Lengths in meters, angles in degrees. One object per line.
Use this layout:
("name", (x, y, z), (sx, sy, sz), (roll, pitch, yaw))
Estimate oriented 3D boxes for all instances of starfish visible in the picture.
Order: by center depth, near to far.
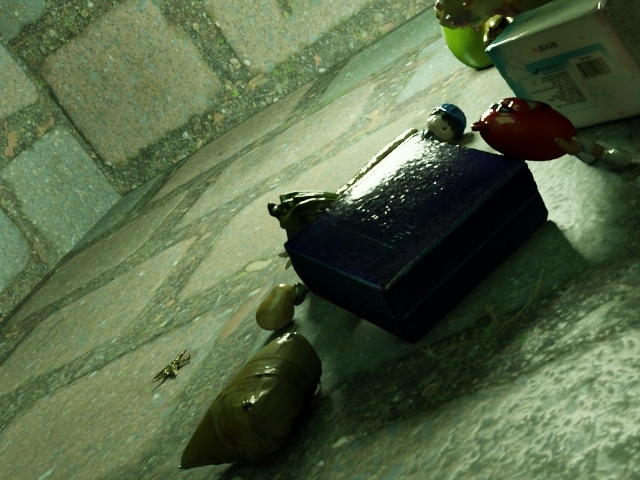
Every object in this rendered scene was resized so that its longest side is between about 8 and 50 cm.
("starfish", (-0.273, 0.231, 1.829), (0.092, 0.016, 0.086), (-31, 14, 26))

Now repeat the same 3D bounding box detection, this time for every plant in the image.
("plant", (0.083, -0.015, 1.688), (0.334, 0.180, 0.251), (-10, 20, -13))

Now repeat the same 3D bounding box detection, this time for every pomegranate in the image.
("pomegranate", (0.409, -0.544, 2.294), (0.310, 0.216, 0.358), (-25, 19, 22))

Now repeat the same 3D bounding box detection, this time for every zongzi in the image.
("zongzi", (-0.098, 0.223, 1.346), (0.197, 0.099, 0.194), (-32, 14, 39))

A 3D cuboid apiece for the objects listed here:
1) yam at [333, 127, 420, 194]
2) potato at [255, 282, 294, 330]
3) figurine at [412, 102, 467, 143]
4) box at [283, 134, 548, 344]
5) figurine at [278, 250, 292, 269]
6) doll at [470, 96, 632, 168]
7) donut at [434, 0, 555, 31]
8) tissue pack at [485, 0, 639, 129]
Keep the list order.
("yam", (0.090, -0.119, 2.001), (0.300, 0.066, 0.066), (-40, 16, -18))
("potato", (-0.072, 0.111, 1.664), (0.068, 0.062, 0.083), (10, 84, 37))
("figurine", (0.227, -0.204, 1.963), (0.149, 0.086, 0.087), (-47, -25, 2))
("box", (0.130, -0.015, 1.418), (0.279, 0.116, 0.261), (-41, 32, -17))
("figurine", (0.006, 0.008, 1.826), (0.146, 0.081, 0.098), (-34, -29, 24))
("doll", (0.309, -0.150, 1.401), (0.183, 0.217, 0.085), (-131, 54, -74))
("donut", (0.388, -0.408, 1.731), (0.307, 0.371, 0.150), (-19, 53, 64))
("tissue pack", (0.413, -0.282, 1.541), (0.124, 0.201, 0.271), (-52, 21, -21))
